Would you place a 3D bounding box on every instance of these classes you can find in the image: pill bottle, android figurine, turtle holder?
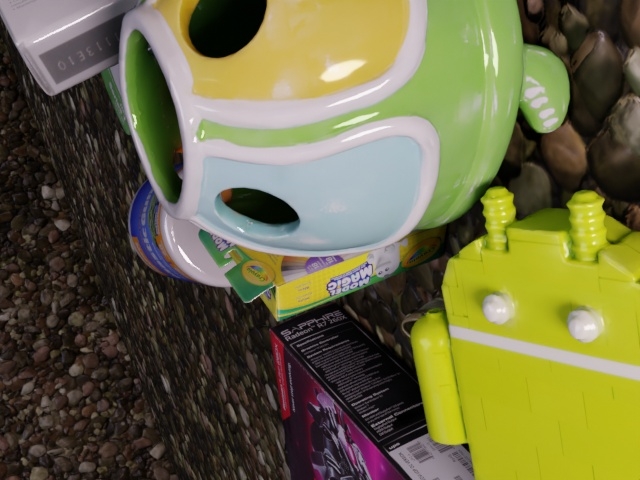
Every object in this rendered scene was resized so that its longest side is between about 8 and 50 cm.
[{"bbox_3d":[-0.154,-0.023,1.076,0.272,0.152,0.153,0,107,66],"label":"pill bottle"},{"bbox_3d":[0.157,0.096,0.535,0.248,0.056,0.273,11,119,50],"label":"android figurine"},{"bbox_3d":[0.007,-0.110,0.537,0.320,0.227,0.244,-10,97,68],"label":"turtle holder"}]

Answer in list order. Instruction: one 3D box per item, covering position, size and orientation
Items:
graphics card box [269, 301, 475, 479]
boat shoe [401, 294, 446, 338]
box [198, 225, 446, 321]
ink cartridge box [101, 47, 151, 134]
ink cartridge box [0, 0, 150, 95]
[{"bbox_3d":[0.076,0.246,0.831,0.371,0.094,0.233,39,141,51],"label":"graphics card box"},{"bbox_3d":[0.120,0.080,0.656,0.153,0.048,0.056,30,134,59],"label":"boat shoe"},{"bbox_3d":[0.000,0.000,0.700,0.105,0.179,0.043,50,149,43],"label":"box"},{"bbox_3d":[-0.119,-0.196,0.850,0.093,0.160,0.219,69,158,3],"label":"ink cartridge box"},{"bbox_3d":[-0.146,-0.266,0.708,0.239,0.275,0.060,55,170,35],"label":"ink cartridge box"}]
